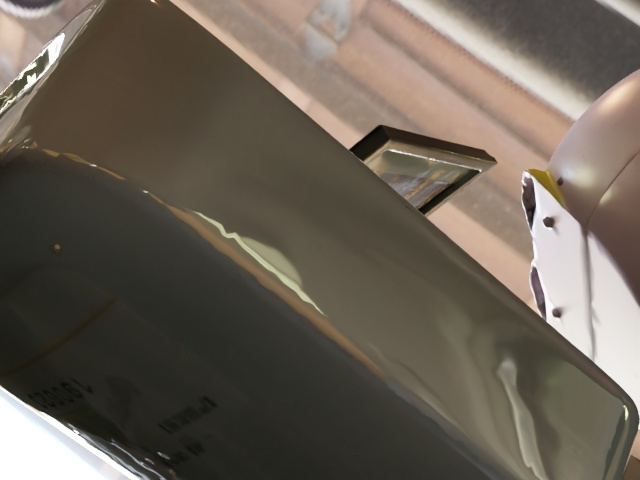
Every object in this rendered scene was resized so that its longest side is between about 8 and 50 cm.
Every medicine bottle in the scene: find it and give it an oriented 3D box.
[{"bbox_3d":[0.005,0.056,0.422,0.296,0.111,0.161,40,-33,-17],"label":"medicine bottle"}]

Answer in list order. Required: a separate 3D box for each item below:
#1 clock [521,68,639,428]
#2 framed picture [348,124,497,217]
[{"bbox_3d":[0.385,0.000,1.003,0.250,0.377,0.368,-120,-168,-49],"label":"clock"},{"bbox_3d":[0.000,0.000,1.060,0.281,0.209,0.019,-38,-111,26],"label":"framed picture"}]
